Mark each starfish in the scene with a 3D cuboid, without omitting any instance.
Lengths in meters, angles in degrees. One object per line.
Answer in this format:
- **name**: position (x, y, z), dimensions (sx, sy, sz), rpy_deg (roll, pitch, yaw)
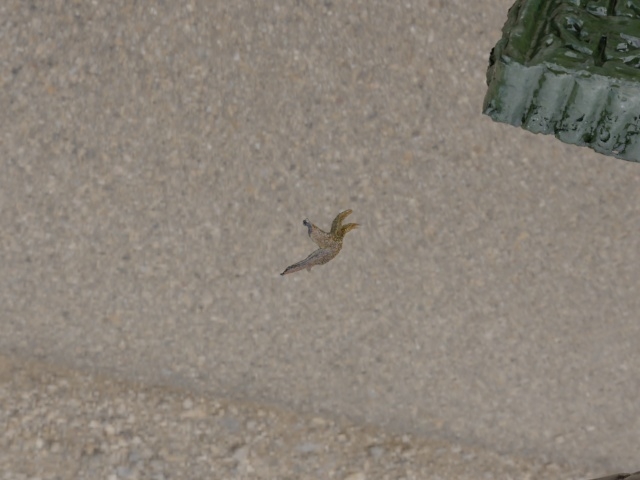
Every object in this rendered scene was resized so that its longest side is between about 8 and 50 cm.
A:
- **starfish**: position (0.003, 0.005, 1.166), dimensions (0.133, 0.041, 0.130), rpy_deg (-51, 161, -5)

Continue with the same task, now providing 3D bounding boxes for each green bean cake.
- **green bean cake**: position (0.350, -0.238, 1.153), dimensions (0.255, 0.241, 0.132), rpy_deg (20, 145, 11)

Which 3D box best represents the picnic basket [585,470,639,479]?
- **picnic basket**: position (0.283, 0.222, 0.357), dimensions (0.337, 0.293, 0.337), rpy_deg (1, 175, 0)
